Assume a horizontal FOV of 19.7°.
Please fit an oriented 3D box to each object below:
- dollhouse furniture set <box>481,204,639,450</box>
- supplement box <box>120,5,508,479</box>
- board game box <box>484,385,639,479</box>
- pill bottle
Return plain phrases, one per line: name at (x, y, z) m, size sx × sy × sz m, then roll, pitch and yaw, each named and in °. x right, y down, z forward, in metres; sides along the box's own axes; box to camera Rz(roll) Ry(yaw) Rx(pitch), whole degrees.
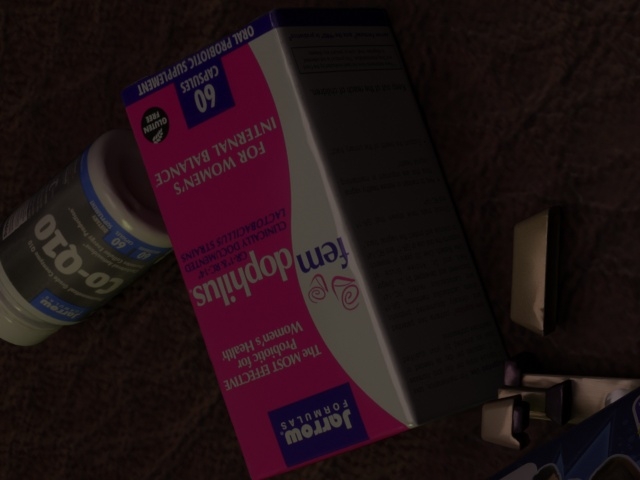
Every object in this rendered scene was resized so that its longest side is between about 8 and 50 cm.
dollhouse furniture set at (0.130, 0.042, 0.906) m, size 0.081 × 0.091 × 0.114 m, roll 3°, pitch 94°, yaw 19°
supplement box at (0.000, 0.000, 0.964) m, size 0.111 × 0.114 × 0.220 m, roll -24°, pitch 83°, yaw 33°
board game box at (0.104, 0.151, 0.800) m, size 0.201 × 0.035 × 0.136 m, roll -35°, pitch 33°, yaw 22°
pill bottle at (-0.143, 0.002, 1.081) m, size 0.137 × 0.078 × 0.078 m, roll -37°, pitch 74°, yaw 32°
